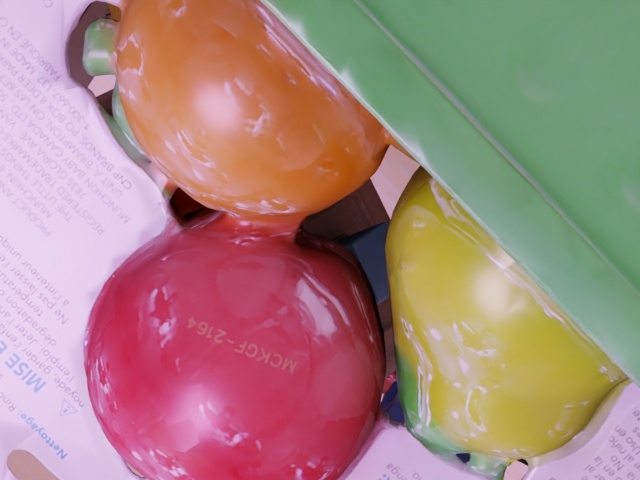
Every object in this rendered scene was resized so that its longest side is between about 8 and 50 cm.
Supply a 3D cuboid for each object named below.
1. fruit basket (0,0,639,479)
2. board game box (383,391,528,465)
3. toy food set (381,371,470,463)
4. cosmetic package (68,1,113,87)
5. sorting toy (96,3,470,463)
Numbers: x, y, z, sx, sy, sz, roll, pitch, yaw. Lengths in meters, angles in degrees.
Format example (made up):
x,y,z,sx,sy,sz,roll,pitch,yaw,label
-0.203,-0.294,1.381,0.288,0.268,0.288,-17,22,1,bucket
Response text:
x,y,z,sx,sy,sz,roll,pitch,yaw,label
0.000,0.000,0.693,0.327,0.353,0.165,44,-160,-6,fruit basket
0.110,0.094,1.133,0.260,0.030,0.136,24,153,30,board game box
0.085,0.050,0.967,0.218,0.128,0.071,10,129,56,toy food set
-0.203,-0.154,0.797,0.129,0.153,0.296,29,-177,22,cosmetic package
-0.019,-0.007,0.823,0.047,0.196,0.347,-21,98,38,sorting toy
